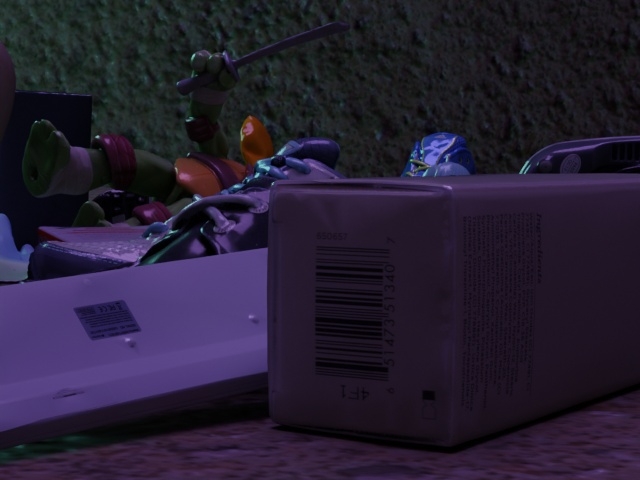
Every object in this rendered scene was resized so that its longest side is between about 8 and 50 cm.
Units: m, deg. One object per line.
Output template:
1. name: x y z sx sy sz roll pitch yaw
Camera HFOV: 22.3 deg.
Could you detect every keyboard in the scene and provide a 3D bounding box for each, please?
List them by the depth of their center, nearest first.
1. keyboard: -0.086 0.043 0.687 0.256 0.014 0.072 -8 53 -48

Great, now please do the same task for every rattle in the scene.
1. rattle: 0.003 -0.056 1.709 0.130 0.143 0.199 21 -14 -35

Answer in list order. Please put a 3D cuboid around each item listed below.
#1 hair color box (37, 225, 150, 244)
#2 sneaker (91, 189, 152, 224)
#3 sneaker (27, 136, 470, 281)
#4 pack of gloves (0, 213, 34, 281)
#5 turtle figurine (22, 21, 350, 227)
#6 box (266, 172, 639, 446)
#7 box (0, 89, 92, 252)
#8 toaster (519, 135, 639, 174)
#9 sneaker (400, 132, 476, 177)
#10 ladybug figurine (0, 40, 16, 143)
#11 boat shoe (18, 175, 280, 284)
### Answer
1. hair color box: -0.140 0.020 1.132 0.093 0.053 0.167 -1 6 -18
2. sneaker: -0.103 -0.024 1.581 0.234 0.078 0.106 0 6 14
3. sneaker: -0.035 -0.002 0.987 0.283 0.122 0.110 1 4 -12
4. pack of gloves: -0.317 0.002 1.373 0.195 0.046 0.232 1 4 -13
5. turtle figurine: -0.089 -0.069 1.352 0.266 0.198 0.274 -11 2 -40
6. box: 0.086 0.022 0.783 0.094 0.113 0.275 3 3 31
7. box: -0.285 -0.067 1.578 0.093 0.156 0.158 1 4 -21
8. toaster: 0.225 0.003 0.986 0.227 0.129 0.146 1 2 12
9. sneaker: 0.084 -0.038 1.504 0.091 0.126 0.240 3 4 21
10. ladybug figurine: -0.455 -0.074 1.224 0.449 0.162 0.305 -5 -22 -8
11. boat shoe: -0.040 0.018 0.836 0.301 0.102 0.108 -1 5 -37
